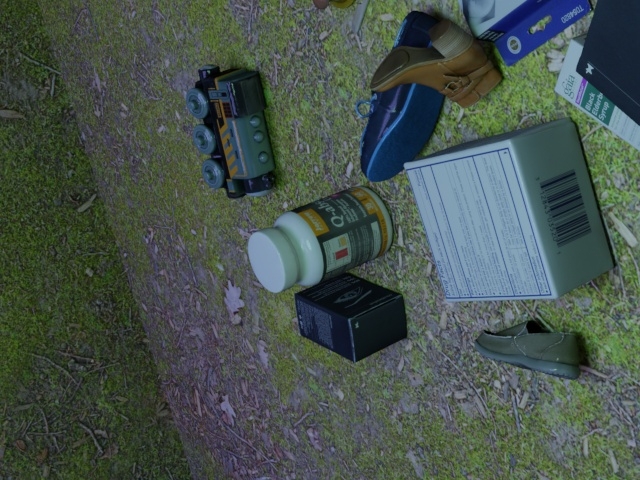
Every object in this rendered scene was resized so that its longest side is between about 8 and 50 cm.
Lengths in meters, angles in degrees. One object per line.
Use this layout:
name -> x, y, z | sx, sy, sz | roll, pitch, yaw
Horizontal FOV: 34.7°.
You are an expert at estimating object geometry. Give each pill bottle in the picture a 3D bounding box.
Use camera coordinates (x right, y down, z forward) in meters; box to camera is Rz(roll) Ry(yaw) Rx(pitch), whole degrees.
pill bottle -> 0.000, 0.000, 2.122 | 0.162, 0.278, 0.162 | 34, 135, 42

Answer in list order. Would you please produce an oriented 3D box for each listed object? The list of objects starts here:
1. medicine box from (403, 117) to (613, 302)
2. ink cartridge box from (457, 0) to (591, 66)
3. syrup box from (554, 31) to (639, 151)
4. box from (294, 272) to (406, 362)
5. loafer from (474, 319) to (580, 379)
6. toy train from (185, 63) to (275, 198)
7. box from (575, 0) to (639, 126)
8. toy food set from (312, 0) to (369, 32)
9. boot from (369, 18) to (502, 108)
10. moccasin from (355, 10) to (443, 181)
medicine box -> 0.312, -0.044, 1.735 | 0.289, 0.149, 0.264 | -7, 102, 59
ink cartridge box -> 0.301, -0.412, 1.626 | 0.223, 0.045, 0.224 | -32, 81, 59
syrup box -> 0.457, -0.204, 1.463 | 0.237, 0.096, 0.093 | 44, 142, 33
box -> 0.065, 0.165, 2.245 | 0.207, 0.153, 0.108 | 22, 127, 51
loafer -> 0.380, 0.189, 1.853 | 0.251, 0.094, 0.087 | 8, 81, 57
toy train -> -0.205, -0.255, 2.435 | 0.190, 0.142, 0.334 | 7, 114, 45
box -> 0.511, -0.248, 1.217 | 0.343, 0.179, 0.312 | 50, 157, 28
toy food set -> 0.008, -0.515, 1.995 | 0.218, 0.071, 0.128 | 57, 147, 18
boot -> 0.196, -0.273, 1.741 | 0.197, 0.152, 0.073 | -27, 40, 35
moccasin -> 0.155, -0.265, 1.893 | 0.117, 0.137, 0.342 | 52, 132, 33
